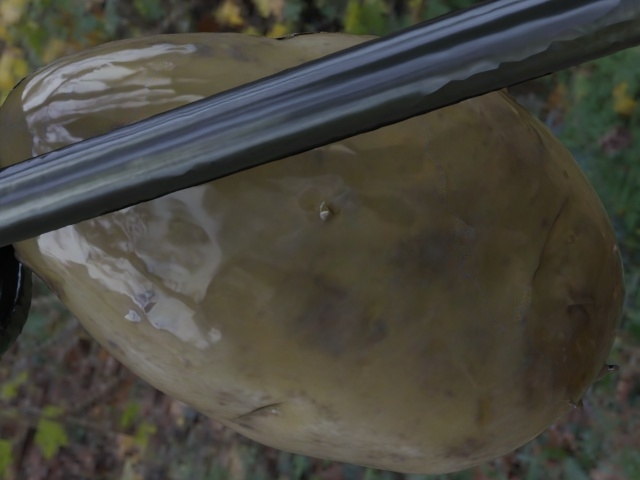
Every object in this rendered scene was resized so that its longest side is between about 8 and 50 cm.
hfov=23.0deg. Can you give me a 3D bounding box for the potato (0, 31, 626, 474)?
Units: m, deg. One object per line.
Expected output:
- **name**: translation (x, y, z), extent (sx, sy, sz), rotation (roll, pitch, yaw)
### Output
- **potato**: translation (-0.001, 0.005, 0.577), extent (0.128, 0.234, 0.161), rotation (-149, 59, -70)

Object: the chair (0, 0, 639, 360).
- **chair**: translation (-0.055, -0.160, 0.567), extent (0.410, 0.362, 0.364), rotation (-29, 1, 11)
